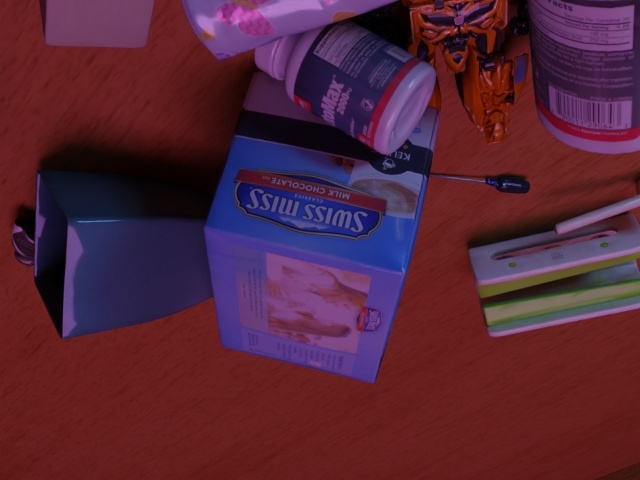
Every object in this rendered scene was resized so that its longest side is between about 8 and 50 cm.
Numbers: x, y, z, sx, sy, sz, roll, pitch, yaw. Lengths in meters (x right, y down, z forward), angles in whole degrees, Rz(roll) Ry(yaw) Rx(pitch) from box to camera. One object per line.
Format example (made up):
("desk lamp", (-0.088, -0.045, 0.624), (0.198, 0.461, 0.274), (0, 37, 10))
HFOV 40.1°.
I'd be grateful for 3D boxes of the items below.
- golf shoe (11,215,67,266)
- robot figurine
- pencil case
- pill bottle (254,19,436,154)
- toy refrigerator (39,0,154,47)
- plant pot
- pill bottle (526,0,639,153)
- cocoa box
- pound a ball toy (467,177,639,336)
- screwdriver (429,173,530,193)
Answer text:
("golf shoe", (-0.337, -0.004, 1.242), (0.198, 0.077, 0.094), (-4, 148, -9))
("robot figurine", (0.153, -0.218, 1.008), (0.210, 0.085, 0.291), (-11, 148, 3))
("pencil case", (-0.005, -0.272, 0.855), (0.273, 0.113, 0.124), (-16, 112, 12))
("pill bottle", (0.023, -0.180, 0.948), (0.180, 0.108, 0.108), (32, 151, 16))
("toy refrigerator", (-0.196, -0.303, 0.788), (0.102, 0.094, 0.270), (-4, 149, -21))
("plant pot", (-0.242, 0.009, 1.163), (0.234, 0.165, 0.166), (-3, 117, -30))
("pill bottle", (0.297, -0.254, 0.884), (0.176, 0.176, 0.319), (-13, 140, 7))
("cocoa box", (0.000, 0.000, 1.108), (0.231, 0.228, 0.347), (13, 152, 5))
("pound a ball toy", (0.402, 0.011, 1.420), (0.319, 0.136, 0.208), (-14, 122, 8))
("screwdriver", (0.232, -0.091, 1.296), (0.169, 0.024, 0.025), (10, 115, -16))
